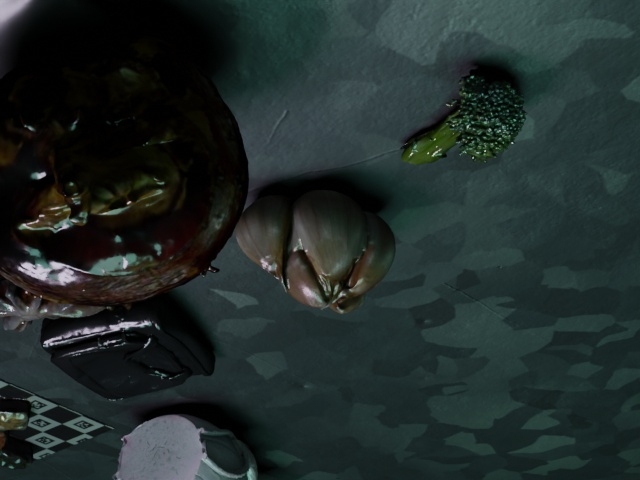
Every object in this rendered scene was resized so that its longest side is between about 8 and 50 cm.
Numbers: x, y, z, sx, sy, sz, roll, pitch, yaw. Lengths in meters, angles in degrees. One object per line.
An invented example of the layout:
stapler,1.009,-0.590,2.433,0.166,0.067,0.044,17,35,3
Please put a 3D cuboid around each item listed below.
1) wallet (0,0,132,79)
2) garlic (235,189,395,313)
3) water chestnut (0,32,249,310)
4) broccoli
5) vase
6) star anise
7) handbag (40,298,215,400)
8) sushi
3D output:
wallet,-0.296,-0.203,1.353,0.197,0.051,0.377,-21,141,23
garlic,0.000,0.000,1.568,0.214,0.191,0.160,36,107,-26
water chestnut,-0.250,-0.076,1.227,0.335,0.335,0.347,-1,176,1
broccoli,0.182,-0.144,1.423,0.118,0.122,0.204,34,149,-19
vase,-0.231,0.522,2.264,0.250,0.249,0.445,-13,148,18
star anise,-0.468,0.082,1.725,0.258,0.110,0.198,-8,161,22
handbag,-0.334,0.197,1.892,0.244,0.088,0.275,-11,149,11
sushi,-0.675,0.405,2.221,0.343,0.064,0.359,-25,139,31
